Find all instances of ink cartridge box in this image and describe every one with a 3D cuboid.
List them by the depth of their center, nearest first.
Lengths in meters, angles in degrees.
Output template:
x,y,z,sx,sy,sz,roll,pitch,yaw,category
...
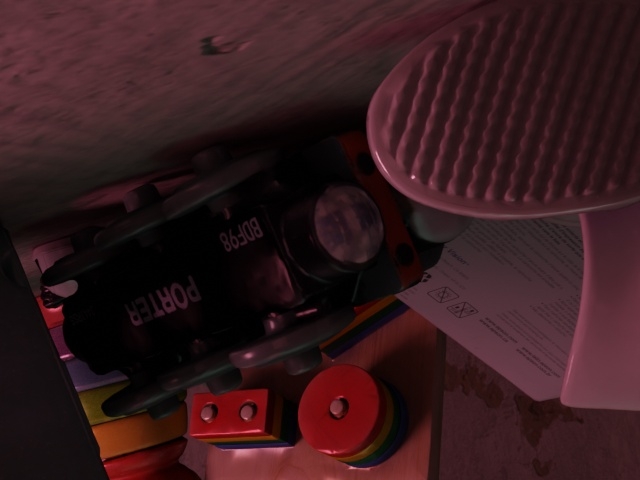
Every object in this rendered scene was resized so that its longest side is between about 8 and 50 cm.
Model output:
x,y,z,sx,sy,sz,roll,pitch,yaw,category
0.224,0.010,0.984,0.330,0.071,0.324,-18,140,36,ink cartridge box

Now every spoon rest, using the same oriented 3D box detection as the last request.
x,y,z,sx,sy,sz,roll,pitch,yaw,category
0.152,-0.025,0.704,0.137,0.084,0.276,2,-146,2,spoon rest

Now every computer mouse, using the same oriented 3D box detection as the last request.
x,y,z,sx,sy,sz,roll,pitch,yaw,category
-0.186,0.027,1.012,0.106,0.042,0.193,-14,175,-3,computer mouse

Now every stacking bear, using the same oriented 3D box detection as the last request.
x,y,z,sx,sy,sz,roll,pitch,yaw,category
-0.202,0.188,1.327,0.164,0.289,0.175,-13,175,-20,stacking bear

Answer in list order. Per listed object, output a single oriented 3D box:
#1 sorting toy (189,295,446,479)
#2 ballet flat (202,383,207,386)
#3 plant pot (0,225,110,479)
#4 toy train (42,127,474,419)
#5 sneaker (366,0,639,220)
x,y,z,sx,sy,sz,roll,pitch,yaw,category
-0.009,0.116,1.274,0.255,0.257,0.089,-7,155,29,sorting toy
0.031,0.055,1.444,0.400,0.139,0.139,-20,177,-16,ballet flat
-0.298,0.164,0.750,0.334,0.341,0.341,-21,177,-14,plant pot
-0.045,0.013,0.827,0.190,0.142,0.334,-26,-179,-38,toy train
0.150,-0.068,0.638,0.282,0.102,0.161,-14,178,-10,sneaker
